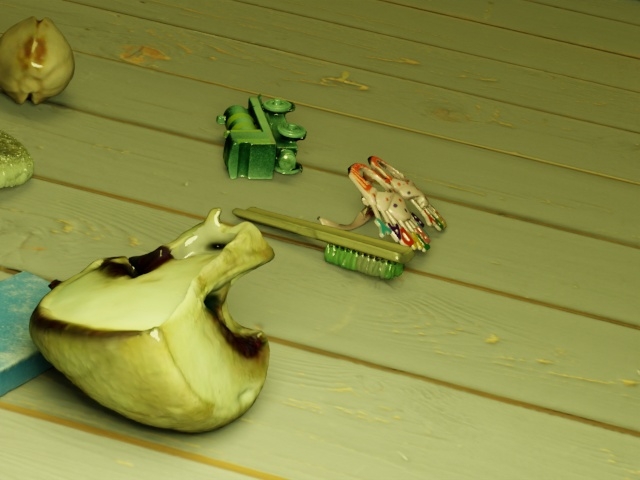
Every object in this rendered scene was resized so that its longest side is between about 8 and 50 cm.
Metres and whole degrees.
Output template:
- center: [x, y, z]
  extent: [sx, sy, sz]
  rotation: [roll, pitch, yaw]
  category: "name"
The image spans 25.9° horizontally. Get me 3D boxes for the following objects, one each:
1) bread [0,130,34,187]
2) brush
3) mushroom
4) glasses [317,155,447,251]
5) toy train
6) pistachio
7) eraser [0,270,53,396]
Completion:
- center: [-0.536, -0.139, 1.987]
  extent: [0.267, 0.040, 0.267]
  rotation: [17, 16, -5]
  category: "bread"
- center: [0.000, 0.000, 1.961]
  extent: [0.282, 0.048, 0.054]
  rotation: [17, 13, 30]
  category: "brush"
- center: [-0.187, 0.105, 1.559]
  extent: [0.217, 0.212, 0.292]
  rotation: [-10, 31, 26]
  category: "mushroom"
- center: [0.100, -0.037, 2.052]
  extent: [0.162, 0.095, 0.255]
  rotation: [38, 22, 7]
  category: "glasses"
- center: [-0.098, -0.169, 2.225]
  extent: [0.132, 0.083, 0.200]
  rotation: [0, 27, -14]
  category: "toy train"
- center: [-0.469, -0.298, 2.278]
  extent: [0.144, 0.144, 0.215]
  rotation: [3, 19, -15]
  category: "pistachio"
- center: [-0.389, 0.123, 1.562]
  extent: [0.144, 0.043, 0.312]
  rotation: [24, 29, 23]
  category: "eraser"
